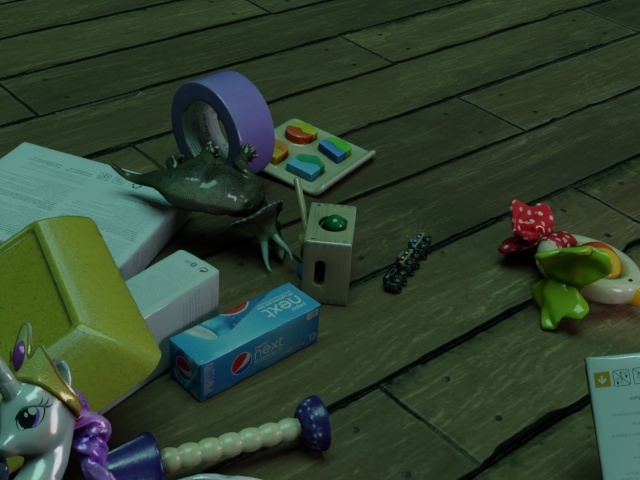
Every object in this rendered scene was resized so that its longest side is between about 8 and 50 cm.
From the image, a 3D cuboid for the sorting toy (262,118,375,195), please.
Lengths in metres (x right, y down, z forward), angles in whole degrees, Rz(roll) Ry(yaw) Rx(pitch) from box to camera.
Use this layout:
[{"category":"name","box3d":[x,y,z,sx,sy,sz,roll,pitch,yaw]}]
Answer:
[{"category":"sorting toy","box3d":[-0.031,-0.163,1.873,0.208,0.038,0.193,23,38,26]}]

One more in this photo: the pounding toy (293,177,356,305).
[{"category":"pounding toy","box3d":[0.000,0.000,1.538,0.100,0.141,0.130,5,33,2]}]

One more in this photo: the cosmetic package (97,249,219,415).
[{"category":"cosmetic package","box3d":[-0.239,0.118,1.360,0.085,0.117,0.231,26,38,30]}]

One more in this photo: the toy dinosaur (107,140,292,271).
[{"category":"toy dinosaur","box3d":[-0.172,-0.086,1.589,0.314,0.121,0.160,23,24,-12]}]

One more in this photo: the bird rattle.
[{"category":"bird rattle","box3d":[0.389,0.041,1.582,0.207,0.143,0.253,12,20,-9]}]

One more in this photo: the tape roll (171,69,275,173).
[{"category":"tape roll","box3d":[-0.170,-0.193,1.767,0.080,0.189,0.189,-27,44,-37]}]

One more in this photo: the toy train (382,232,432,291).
[{"category":"toy train","box3d":[0.137,0.033,1.610,0.036,0.027,0.158,9,33,26]}]

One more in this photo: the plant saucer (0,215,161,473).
[{"category":"plant saucer","box3d":[-0.390,0.123,1.229,0.333,0.081,0.333,-35,42,-4]}]

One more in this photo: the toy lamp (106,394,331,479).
[{"category":"toy lamp","box3d":[-0.125,0.249,1.213,0.275,0.080,0.080,-8,35,-22]}]

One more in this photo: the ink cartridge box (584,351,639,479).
[{"category":"ink cartridge box","box3d":[0.461,0.263,1.108,0.304,0.072,0.307,-8,73,14]}]

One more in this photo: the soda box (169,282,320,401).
[{"category":"soda box","box3d":[-0.101,0.135,1.393,0.210,0.067,0.071,-24,43,-36]}]

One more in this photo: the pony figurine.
[{"category":"pony figurine","box3d":[-0.212,0.294,0.945,0.303,0.351,0.363,-17,51,37]}]

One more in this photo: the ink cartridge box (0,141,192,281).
[{"category":"ink cartridge box","box3d":[-0.414,-0.023,1.593,0.324,0.071,0.330,16,36,14]}]
